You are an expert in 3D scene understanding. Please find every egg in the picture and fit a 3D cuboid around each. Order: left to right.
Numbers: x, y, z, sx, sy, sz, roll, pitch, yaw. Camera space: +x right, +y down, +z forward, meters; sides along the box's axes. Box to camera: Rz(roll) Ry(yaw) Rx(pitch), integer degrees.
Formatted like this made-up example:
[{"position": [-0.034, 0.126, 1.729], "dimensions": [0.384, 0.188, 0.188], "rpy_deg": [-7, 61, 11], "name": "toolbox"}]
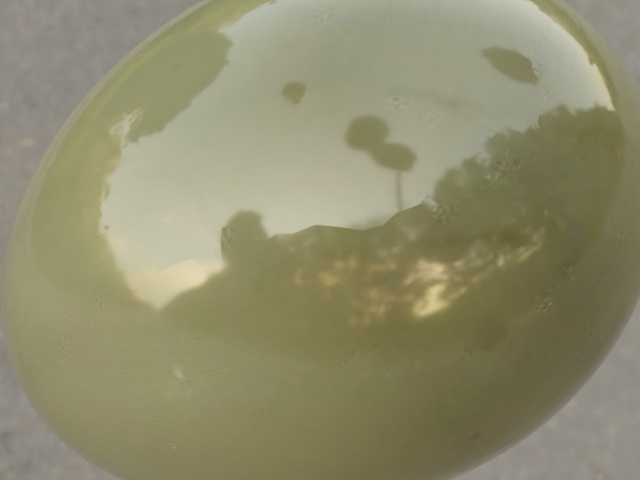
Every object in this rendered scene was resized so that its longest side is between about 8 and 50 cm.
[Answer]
[{"position": [0.000, 0.000, 0.641], "dimensions": [0.242, 0.186, 0.186], "rpy_deg": [-22, 40, 14], "name": "egg"}]
